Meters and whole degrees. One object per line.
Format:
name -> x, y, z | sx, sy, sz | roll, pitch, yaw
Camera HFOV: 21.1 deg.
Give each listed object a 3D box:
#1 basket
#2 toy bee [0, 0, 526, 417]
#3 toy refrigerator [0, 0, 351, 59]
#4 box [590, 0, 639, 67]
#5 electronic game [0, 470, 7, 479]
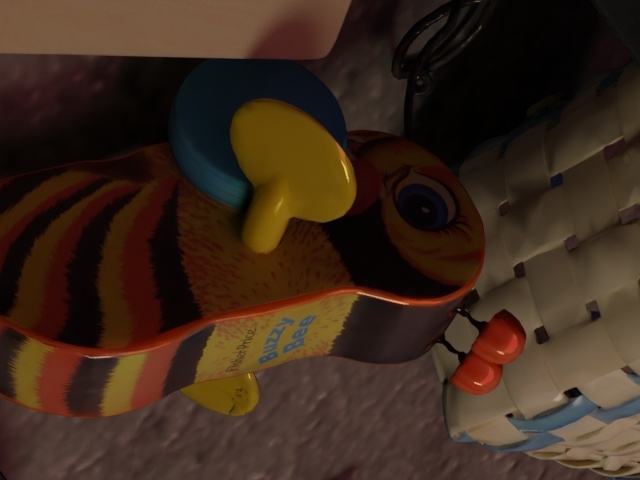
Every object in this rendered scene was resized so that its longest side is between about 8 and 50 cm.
basket -> 0.204, 0.007, 0.827 | 0.289, 0.201, 0.255 | 9, 153, -42
toy bee -> 0.000, 0.000, 0.679 | 0.298, 0.162, 0.195 | -34, 160, -10
toy refrigerator -> -0.106, -0.126, 0.556 | 0.269, 0.094, 0.102 | -4, 127, -41
box -> 0.367, -0.126, 0.660 | 0.472, 0.480, 0.297 | -1, 142, -44
electronic game -> -0.225, 0.161, 0.696 | 0.229, 0.048, 0.229 | -18, 128, -24
